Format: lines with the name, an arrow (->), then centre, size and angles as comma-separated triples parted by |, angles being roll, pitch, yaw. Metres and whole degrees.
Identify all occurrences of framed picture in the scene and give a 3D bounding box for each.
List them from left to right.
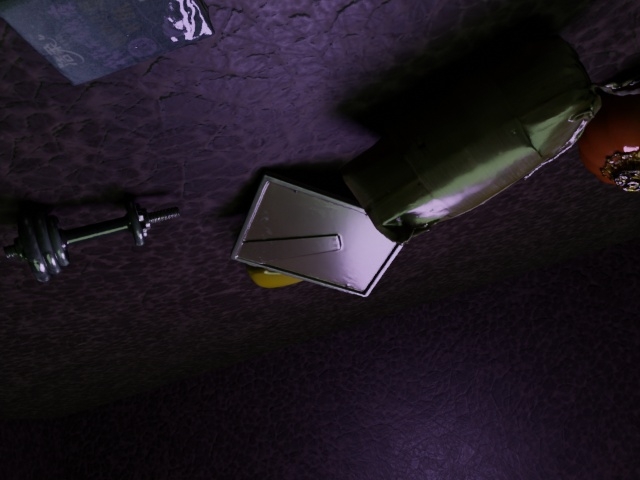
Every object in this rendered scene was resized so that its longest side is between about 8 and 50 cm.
framed picture -> 0.000, 0.000, 0.959 | 0.289, 0.016, 0.213 | 17, 129, -14

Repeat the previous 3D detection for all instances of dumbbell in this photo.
dumbbell -> -0.346, -0.015, 0.806 | 0.255, 0.110, 0.110 | -16, 161, -21

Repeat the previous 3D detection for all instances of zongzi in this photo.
zongzi -> 0.295, -0.171, 0.825 | 0.447, 0.181, 0.418 | -30, 172, 25

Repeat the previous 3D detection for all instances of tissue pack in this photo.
tissue pack -> -0.190, -0.210, 0.468 | 0.156, 0.051, 0.112 | -18, 158, 6
tissue pack -> -0.065, 0.026, 1.086 | 0.178, 0.123, 0.127 | -19, 152, 8

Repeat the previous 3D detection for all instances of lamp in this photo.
lamp -> 0.581, -0.183, 0.934 | 0.223, 0.196, 0.223 | 21, 159, 8

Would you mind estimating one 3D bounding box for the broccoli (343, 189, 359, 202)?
broccoli -> 0.106, -0.034, 1.020 | 0.155, 0.160, 0.167 | 10, 179, 4
